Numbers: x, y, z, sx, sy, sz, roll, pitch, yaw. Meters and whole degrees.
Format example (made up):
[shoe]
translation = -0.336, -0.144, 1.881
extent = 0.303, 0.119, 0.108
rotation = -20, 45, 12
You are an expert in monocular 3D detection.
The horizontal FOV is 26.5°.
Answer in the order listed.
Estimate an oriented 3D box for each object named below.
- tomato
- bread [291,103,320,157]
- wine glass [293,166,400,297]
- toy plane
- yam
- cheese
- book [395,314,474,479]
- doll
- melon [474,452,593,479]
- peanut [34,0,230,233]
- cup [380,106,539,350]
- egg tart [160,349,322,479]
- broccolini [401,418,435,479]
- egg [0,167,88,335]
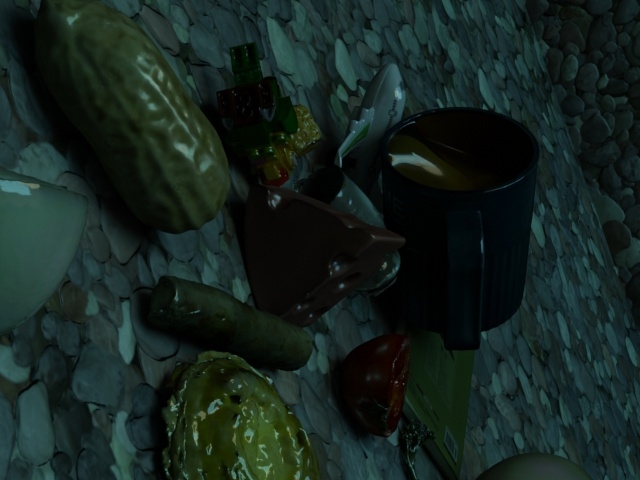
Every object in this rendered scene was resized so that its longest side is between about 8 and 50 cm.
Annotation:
[tomato]
translation = 0.075, 0.206, 1.967
extent = 0.139, 0.091, 0.159
rotation = -63, 156, -46
[bread]
translation = -0.042, -0.167, 2.061
extent = 0.083, 0.044, 0.110
rotation = 66, 27, -5
[wine glass]
translation = 0.039, -0.015, 2.027
extent = 0.204, 0.111, 0.111
rotation = 53, 29, -40
[toy plane]
translation = 0.078, -0.163, 2.196
extent = 0.251, 0.101, 0.255
rotation = 6, 94, -62
[yam]
translation = -0.106, 0.107, 1.685
extent = 0.317, 0.067, 0.071
rotation = 27, 68, -55
[cheese]
translation = -0.024, -0.007, 1.845
extent = 0.177, 0.203, 0.128
rotation = 55, 22, 18
[book]
translation = 0.192, 0.208, 2.269
extent = 0.239, 0.035, 0.352
rotation = 58, 26, -27
[doll]
translation = -0.084, -0.162, 1.895
extent = 0.134, 0.106, 0.186
rotation = -95, 169, -47
[melon]
translation = 0.341, 0.451, 2.161
extent = 0.317, 0.223, 0.223
rotation = 9, 64, -63
[peanut]
translation = -0.218, -0.150, 1.577
extent = 0.325, 0.140, 0.153
rotation = 56, 9, -17
[cup]
translation = 0.230, -0.010, 2.125
extent = 0.308, 0.242, 0.292
rotation = 48, -31, 44
[egg tart]
translation = -0.081, 0.257, 1.594
extent = 0.279, 0.095, 0.279
rotation = 44, 36, -44
[broccolini]
translation = 0.151, 0.368, 2.072
extent = 0.052, 0.054, 0.194
rotation = 1, 75, -32
[egg]
translation = -0.328, 0.006, 1.178
extent = 0.271, 0.206, 0.162
rotation = 14, 90, -51
